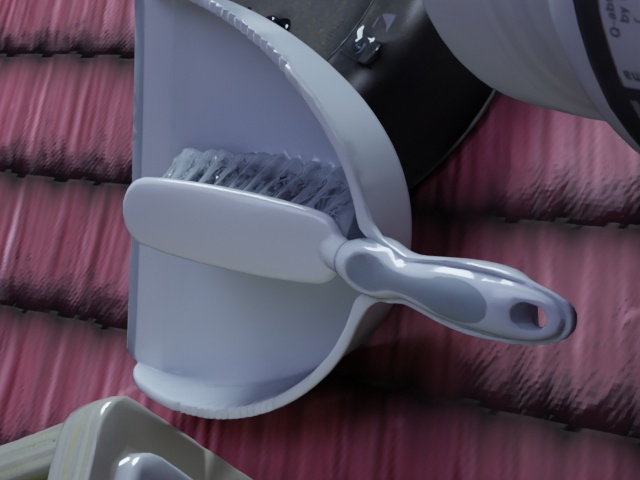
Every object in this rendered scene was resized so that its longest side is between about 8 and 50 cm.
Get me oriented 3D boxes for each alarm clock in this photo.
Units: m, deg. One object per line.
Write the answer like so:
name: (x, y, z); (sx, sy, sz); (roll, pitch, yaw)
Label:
alarm clock: (-0.004, -0.079, 0.741); (0.129, 0.064, 0.192); (-51, 32, 0)

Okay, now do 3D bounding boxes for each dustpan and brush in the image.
dustpan and brush: (0.000, 0.000, 0.632); (0.211, 0.060, 0.147); (12, 107, 35)

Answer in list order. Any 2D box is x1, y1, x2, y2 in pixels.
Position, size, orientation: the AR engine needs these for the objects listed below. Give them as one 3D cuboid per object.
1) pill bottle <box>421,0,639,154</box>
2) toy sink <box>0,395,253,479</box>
pill bottle: (0.154, -0.080, 0.478); (0.278, 0.162, 0.162); (17, 72, 52)
toy sink: (-0.063, 0.144, 0.541); (0.234, 0.131, 0.153); (-20, 46, 35)
